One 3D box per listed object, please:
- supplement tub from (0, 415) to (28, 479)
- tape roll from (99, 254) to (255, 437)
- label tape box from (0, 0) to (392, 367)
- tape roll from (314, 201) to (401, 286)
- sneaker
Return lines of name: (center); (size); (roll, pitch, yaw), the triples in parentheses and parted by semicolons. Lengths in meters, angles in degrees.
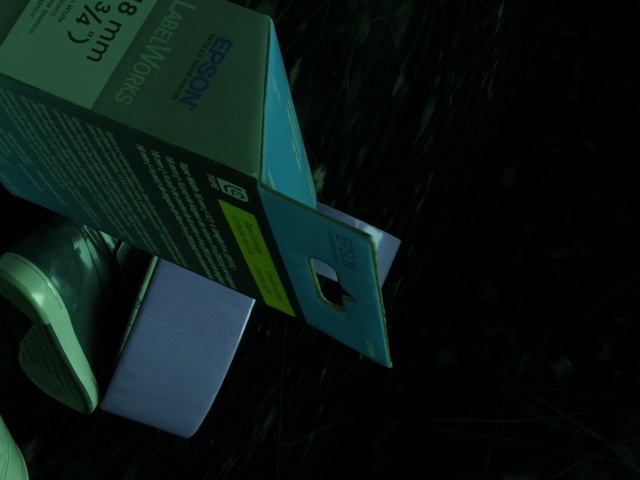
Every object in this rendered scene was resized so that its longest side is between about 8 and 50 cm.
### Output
supplement tub: (-0.280, 0.160, 0.767); (0.144, 0.144, 0.200); (-58, 163, -30)
tape roll: (-0.119, 0.040, 1.058); (0.275, 0.090, 0.275); (-159, -90, -81)
label tape box: (-0.086, -0.061, 0.744); (0.106, 0.333, 0.241); (-62, 165, -18)
tape roll: (0.000, 0.000, 1.417); (0.080, 0.189, 0.189); (-66, 165, -2)
sneaker: (-0.198, 0.044, 0.995); (0.163, 0.086, 0.226); (-54, 160, -33)
